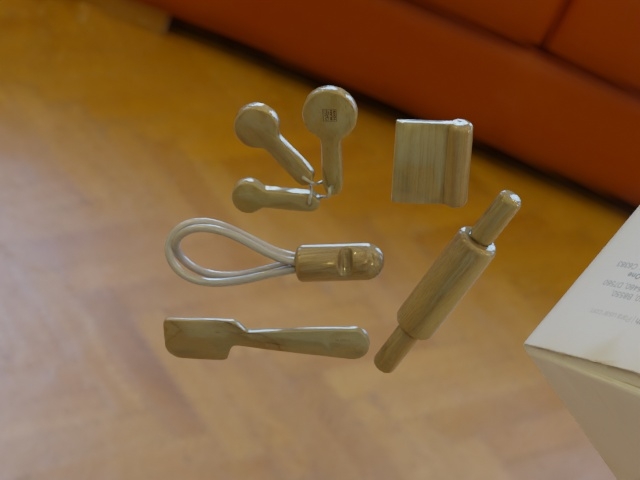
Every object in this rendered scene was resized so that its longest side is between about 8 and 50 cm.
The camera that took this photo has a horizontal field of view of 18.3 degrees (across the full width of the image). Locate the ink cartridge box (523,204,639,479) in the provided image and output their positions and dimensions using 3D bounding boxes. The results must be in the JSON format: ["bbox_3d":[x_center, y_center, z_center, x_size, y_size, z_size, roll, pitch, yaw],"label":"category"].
[{"bbox_3d":[0.202,0.028,0.836,0.203,0.148,0.086,-47,29,-18],"label":"ink cartridge box"}]

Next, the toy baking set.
[{"bbox_3d":[0.007,0.002,1.330,0.196,0.256,0.030,27,29,-6],"label":"toy baking set"}]
